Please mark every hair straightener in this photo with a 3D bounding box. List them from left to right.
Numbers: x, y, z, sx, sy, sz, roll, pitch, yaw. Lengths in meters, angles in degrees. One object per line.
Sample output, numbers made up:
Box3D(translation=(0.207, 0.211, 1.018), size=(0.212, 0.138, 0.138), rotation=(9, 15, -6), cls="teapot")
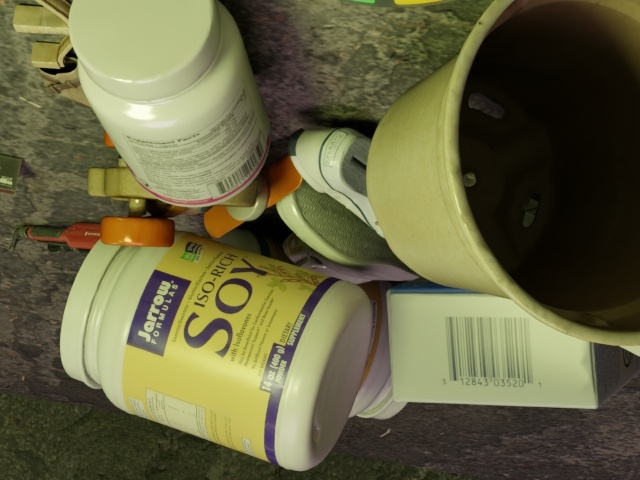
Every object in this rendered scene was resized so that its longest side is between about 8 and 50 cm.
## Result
Box3D(translation=(-0.361, 0.009, 2.198), size=(0.230, 0.047, 0.089), rotation=(-2, 158, 29), cls="hair straightener")

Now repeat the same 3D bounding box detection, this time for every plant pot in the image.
Box3D(translation=(0.201, -0.070, 1.386), size=(0.333, 0.334, 0.305), rotation=(15, 171, -19), cls="plant pot")

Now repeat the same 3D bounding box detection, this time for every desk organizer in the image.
Box3D(translation=(-0.460, -0.092, 1.952), size=(0.130, 0.047, 0.050), rotation=(12, 163, -9), cls="desk organizer")

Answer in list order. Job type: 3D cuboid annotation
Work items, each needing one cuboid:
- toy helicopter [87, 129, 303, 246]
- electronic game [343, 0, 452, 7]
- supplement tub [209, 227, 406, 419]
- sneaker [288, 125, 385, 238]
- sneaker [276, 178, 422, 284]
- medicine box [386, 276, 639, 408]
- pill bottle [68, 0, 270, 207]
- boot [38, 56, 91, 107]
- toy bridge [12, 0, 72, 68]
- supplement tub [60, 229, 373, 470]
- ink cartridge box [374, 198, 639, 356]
Box3D(translation=(-0.167, -0.065, 1.789), size=(0.235, 0.140, 0.355), rotation=(2, -179, -19), cls="toy helicopter")
Box3D(translation=(0.041, -0.249, 1.198), size=(0.229, 0.048, 0.229), rotation=(8, 162, 3), cls="electronic game")
Box3D(translation=(-0.027, 0.127, 2.120), size=(0.316, 0.228, 0.228), rotation=(18, 159, -25), cls="supplement tub")
Box3D(translation=(0.050, -0.075, 1.751), size=(0.091, 0.094, 0.258), rotation=(23, 170, 33), cls="sneaker")
Box3D(translation=(0.000, 0.000, 1.928), size=(0.169, 0.108, 0.292), rotation=(-10, 155, 36), cls="sneaker")
Box3D(translation=(0.261, 0.111, 1.907), size=(0.263, 0.149, 0.289), rotation=(-1, -173, 26), cls="medicine box")
Box3D(translation=(-0.145, -0.154, 1.461), size=(0.160, 0.160, 0.283), rotation=(6, 160, 8), cls="pill bottle")
Box3D(translation=(-0.250, -0.172, 1.639), size=(0.118, 0.042, 0.087), rotation=(1, 158, 21), cls="boot")
Box3D(translation=(-0.280, -0.225, 1.520), size=(0.063, 0.026, 0.188), rotation=(5, 161, 3), cls="toy bridge")
Box3D(translation=(-0.125, 0.125, 1.837), size=(0.331, 0.241, 0.241), rotation=(17, 164, 15), cls="supplement tub")
Box3D(translation=(0.243, 0.039, 1.646), size=(0.296, 0.066, 0.261), rotation=(28, -152, 36), cls="ink cartridge box")
